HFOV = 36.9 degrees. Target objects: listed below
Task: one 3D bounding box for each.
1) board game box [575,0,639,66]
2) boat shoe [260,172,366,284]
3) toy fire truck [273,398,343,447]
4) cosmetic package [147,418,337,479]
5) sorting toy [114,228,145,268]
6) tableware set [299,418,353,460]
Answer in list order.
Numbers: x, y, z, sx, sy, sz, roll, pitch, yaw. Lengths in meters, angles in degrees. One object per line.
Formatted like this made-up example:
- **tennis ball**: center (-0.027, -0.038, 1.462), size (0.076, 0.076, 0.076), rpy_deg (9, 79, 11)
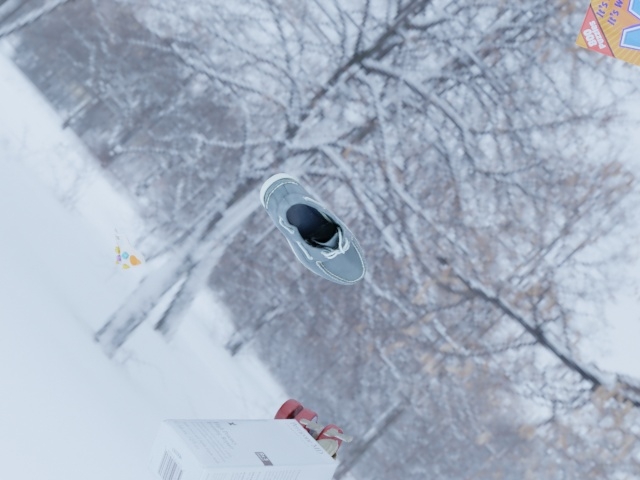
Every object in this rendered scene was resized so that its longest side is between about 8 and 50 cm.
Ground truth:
- **board game box**: center (0.726, -0.514, 1.745), size (0.357, 0.356, 0.356), rpy_deg (23, -52, 15)
- **boat shoe**: center (0.000, 0.000, 1.871), size (0.319, 0.116, 0.099), rpy_deg (48, 0, -38)
- **toy fire truck**: center (-0.088, 0.578, 2.477), size (0.169, 0.254, 0.302), rpy_deg (29, -50, 24)
- **cosmetic package**: center (-0.103, 0.304, 1.300), size (0.231, 0.085, 0.117), rpy_deg (7, 21, -42)
- **sorting toy**: center (-0.400, 0.013, 1.951), size (0.083, 0.045, 0.075), rpy_deg (21, -51, 56)
- **tableware set**: center (-0.032, 0.366, 1.645), size (0.194, 0.128, 0.039), rpy_deg (1, -65, 63)
